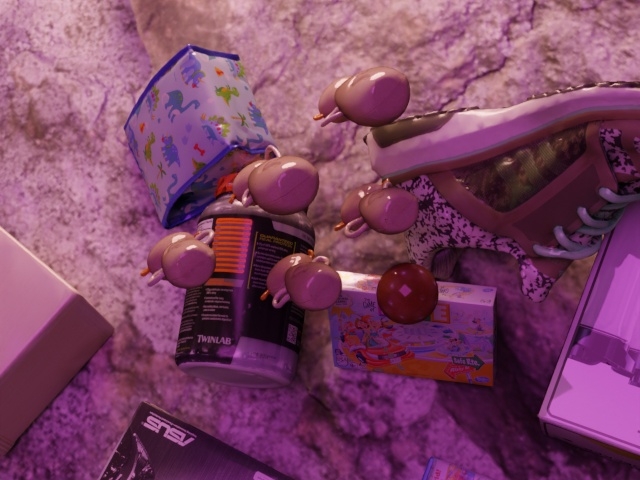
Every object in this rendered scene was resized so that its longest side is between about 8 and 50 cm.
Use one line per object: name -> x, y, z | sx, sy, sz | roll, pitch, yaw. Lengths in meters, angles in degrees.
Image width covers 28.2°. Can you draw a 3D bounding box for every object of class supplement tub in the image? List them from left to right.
supplement tub -> -0.068, 0.039, 1.218 | 0.117, 0.117, 0.190 | 5, 73, 14

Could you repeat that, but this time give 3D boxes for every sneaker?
sneaker -> 0.220, -0.039, 1.124 | 0.410, 0.158, 0.182 | -6, 91, 47

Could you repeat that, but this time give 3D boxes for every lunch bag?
lunch bag -> -0.130, -0.101, 1.291 | 0.151, 0.096, 0.128 | -37, 65, 31

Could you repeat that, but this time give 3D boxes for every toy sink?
toy sink -> -0.346, 0.114, 1.248 | 0.153, 0.131, 0.234 | 36, 78, 20

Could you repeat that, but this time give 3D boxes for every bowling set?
bowling set -> 0.000, 0.000, 1.122 | 0.287, 0.154, 0.200 | -39, 103, -10

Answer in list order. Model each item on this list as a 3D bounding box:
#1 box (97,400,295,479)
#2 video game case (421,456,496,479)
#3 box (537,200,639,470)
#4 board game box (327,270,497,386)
box -> -0.108, 0.280, 1.181 | 0.231, 0.056, 0.183 | 25, 79, 19
video game case -> 0.156, 0.279, 1.145 | 0.166, 0.015, 0.119 | 19, 78, 17
box -> 0.323, 0.063, 1.140 | 0.169, 0.087, 0.290 | 20, 78, 18
board game box -> 0.085, 0.082, 1.179 | 0.154, 0.103, 0.026 | 5, 41, 14
